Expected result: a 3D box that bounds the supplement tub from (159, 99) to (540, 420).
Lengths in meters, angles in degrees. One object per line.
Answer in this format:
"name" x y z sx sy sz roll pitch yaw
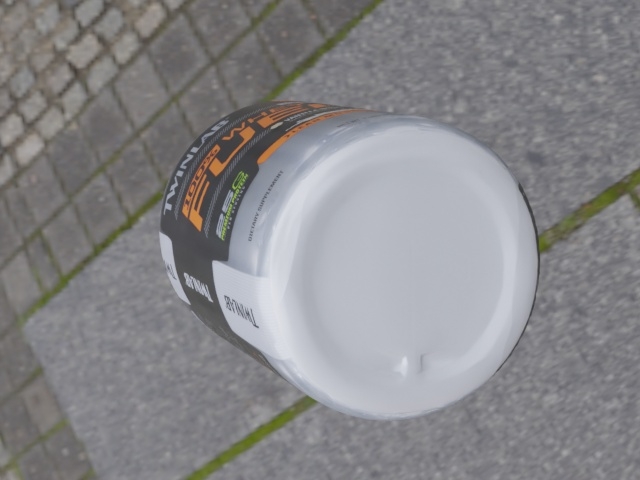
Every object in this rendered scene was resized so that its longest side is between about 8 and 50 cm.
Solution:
"supplement tub" 0.000 0.000 0.598 0.190 0.117 0.117 -161 65 -67
